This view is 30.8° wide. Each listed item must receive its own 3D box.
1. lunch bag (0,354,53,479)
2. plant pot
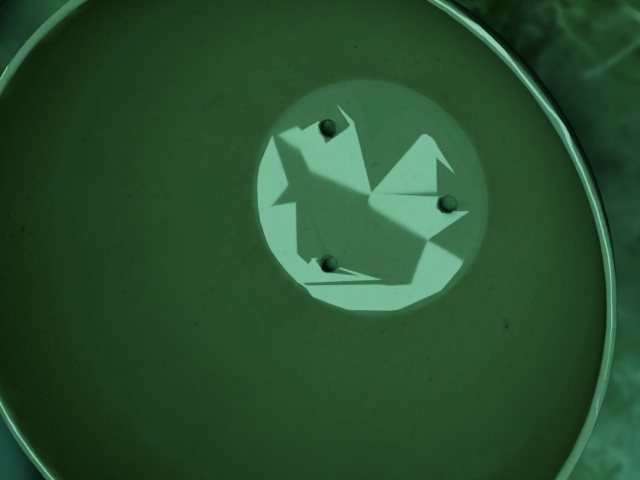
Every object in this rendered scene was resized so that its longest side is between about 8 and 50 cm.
[{"bbox_3d":[-0.263,0.154,0.619,0.328,0.239,0.385,-29,91,22],"label":"lunch bag"},{"bbox_3d":[0.000,0.000,0.560,0.284,0.191,0.284,4,106,15],"label":"plant pot"}]
